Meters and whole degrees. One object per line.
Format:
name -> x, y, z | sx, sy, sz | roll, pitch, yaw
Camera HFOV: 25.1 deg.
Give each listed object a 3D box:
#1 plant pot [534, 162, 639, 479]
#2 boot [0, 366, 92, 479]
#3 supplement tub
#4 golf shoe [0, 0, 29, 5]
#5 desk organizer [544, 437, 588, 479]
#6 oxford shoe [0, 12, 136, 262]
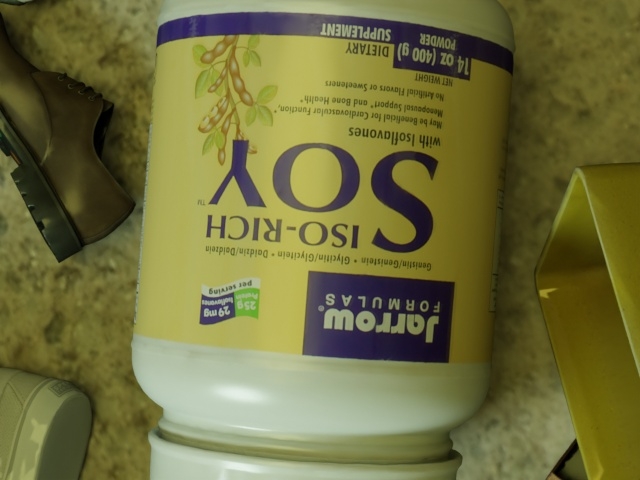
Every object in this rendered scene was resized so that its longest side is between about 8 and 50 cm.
plant pot -> 0.260, 0.068, 0.885 | 0.187, 0.212, 0.212 | -12, 71, -3
boot -> -0.268, 0.222, 1.111 | 0.123, 0.095, 0.258 | 13, 83, 23
supplement tub -> 0.000, 0.000, 0.954 | 0.241, 0.241, 0.331 | 4, 88, 17
golf shoe -> -0.169, -0.282, 1.074 | 0.120, 0.105, 0.273 | 25, 118, -6
desk organizer -> 0.214, 0.190, 0.983 | 0.130, 0.047, 0.050 | 34, 95, 15
oxford shoe -> -0.212, -0.099, 1.117 | 0.096, 0.083, 0.227 | -28, 78, -8
